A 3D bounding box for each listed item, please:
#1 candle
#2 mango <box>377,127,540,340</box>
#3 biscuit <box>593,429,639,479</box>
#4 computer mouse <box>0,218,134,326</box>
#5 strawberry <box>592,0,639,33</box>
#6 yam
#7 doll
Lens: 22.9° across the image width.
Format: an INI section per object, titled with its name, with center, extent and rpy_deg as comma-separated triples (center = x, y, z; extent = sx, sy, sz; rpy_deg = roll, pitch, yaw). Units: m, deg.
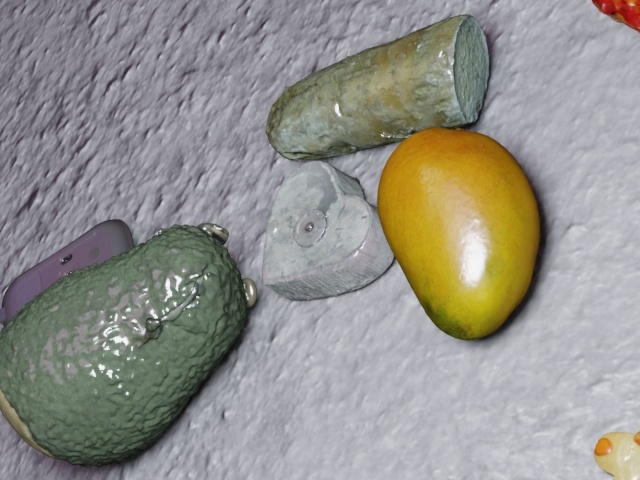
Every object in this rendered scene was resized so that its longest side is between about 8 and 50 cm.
[candle]
center = 0.000, 0.000, 1.931
extent = 0.168, 0.068, 0.192
rpy_deg = -51, 42, 6
[mango]
center = 0.161, -0.018, 1.764
extent = 0.175, 0.139, 0.255
rpy_deg = -45, 53, 27
[biscuit]
center = 0.329, 0.240, 1.557
extent = 0.153, 0.030, 0.234
rpy_deg = 21, 81, 42
[computer mouse]
center = -0.345, 0.060, 2.184
extent = 0.232, 0.057, 0.120
rpy_deg = -33, 50, 18
[strawberry]
center = 0.408, -0.307, 1.619
extent = 0.292, 0.292, 0.343
rpy_deg = -48, 44, 7
[yam]
center = 0.067, -0.171, 1.933
extent = 0.330, 0.133, 0.133
rpy_deg = -16, 57, 37
[doll]
center = -0.237, 0.122, 1.952
extent = 0.349, 0.247, 0.247
rpy_deg = -40, 47, 19
